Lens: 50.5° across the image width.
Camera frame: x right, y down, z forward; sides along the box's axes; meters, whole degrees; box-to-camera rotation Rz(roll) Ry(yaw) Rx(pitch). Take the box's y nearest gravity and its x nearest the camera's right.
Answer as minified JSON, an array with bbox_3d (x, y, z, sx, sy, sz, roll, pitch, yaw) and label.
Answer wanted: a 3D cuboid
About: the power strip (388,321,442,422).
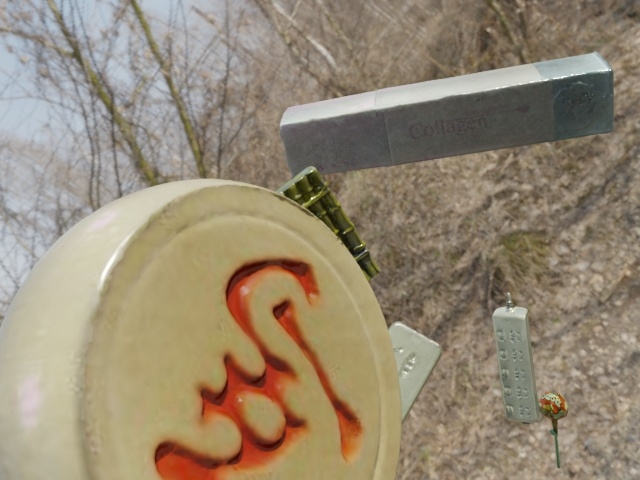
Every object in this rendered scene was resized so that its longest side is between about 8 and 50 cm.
[{"bbox_3d":[0.082,0.267,1.043,0.288,0.093,0.053,-57,-16,-15],"label":"power strip"}]

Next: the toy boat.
[{"bbox_3d":[0.000,0.000,0.572,0.063,0.115,0.016,-37,25,-7],"label":"toy boat"}]

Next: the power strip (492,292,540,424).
[{"bbox_3d":[0.352,0.217,1.219,0.060,0.253,0.027,-3,11,36],"label":"power strip"}]

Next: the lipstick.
[{"bbox_3d":[0.121,-0.123,0.684,0.317,0.066,0.068,-8,28,11],"label":"lipstick"}]

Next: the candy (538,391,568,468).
[{"bbox_3d":[0.446,0.364,1.287,0.049,0.185,0.055,-28,29,-29],"label":"candy"}]

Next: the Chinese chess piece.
[{"bbox_3d":[-0.059,0.095,0.414,0.102,0.273,0.273,-17,32,39],"label":"Chinese chess piece"}]
